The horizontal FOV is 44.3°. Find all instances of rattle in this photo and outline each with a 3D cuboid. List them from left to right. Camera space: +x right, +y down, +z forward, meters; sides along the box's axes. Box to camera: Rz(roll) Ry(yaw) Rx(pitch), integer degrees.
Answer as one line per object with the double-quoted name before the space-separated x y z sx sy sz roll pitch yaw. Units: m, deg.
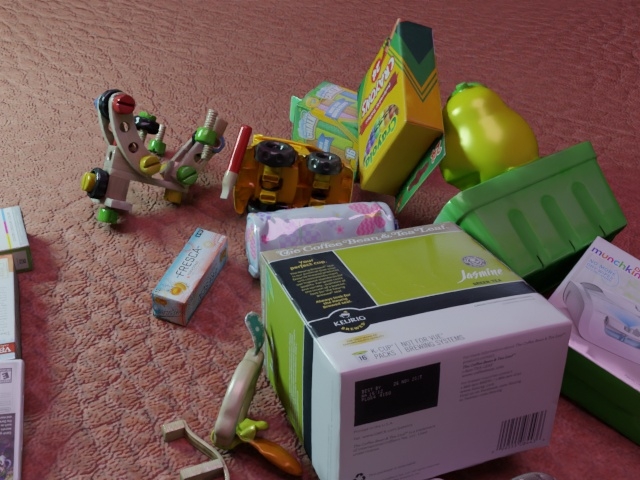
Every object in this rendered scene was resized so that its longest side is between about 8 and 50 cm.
"rattle" -0.069 0.211 1.126 0.142 0.130 0.200 10 55 19

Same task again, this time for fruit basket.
"fruit basket" 0.314 -0.083 1.416 0.391 0.283 0.392 9 53 -11

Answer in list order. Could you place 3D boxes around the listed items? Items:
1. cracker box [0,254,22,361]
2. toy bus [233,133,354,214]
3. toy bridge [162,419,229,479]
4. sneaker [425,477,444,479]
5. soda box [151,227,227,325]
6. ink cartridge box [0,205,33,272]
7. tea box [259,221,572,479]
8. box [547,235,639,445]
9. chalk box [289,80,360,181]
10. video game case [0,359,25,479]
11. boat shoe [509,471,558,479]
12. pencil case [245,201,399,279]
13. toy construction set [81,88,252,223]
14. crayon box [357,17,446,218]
"cracker box" -0.547 0.130 1.211 0.155 0.067 0.232 -8 42 -15
"toy bus" -0.048 -0.130 1.546 0.220 0.150 0.211 10 25 -2
"toy bridge" -0.162 0.320 1.082 0.063 0.026 0.188 -11 44 -24
"sneaker" 0.198 0.356 1.027 0.304 0.114 0.152 -12 45 -21
"soda box" -0.221 0.060 1.347 0.062 0.058 0.183 16 41 10
"ink cartridge box" -0.607 0.015 1.337 0.209 0.062 0.109 -12 45 -21
"tea box" 0.114 0.150 1.123 0.328 0.220 0.323 -9 30 -18
"box" 0.487 0.162 1.252 0.262 0.127 0.231 35 58 22
"chalk box" 0.020 -0.243 1.676 0.212 0.133 0.132 23 43 18
"video game case" -0.502 0.253 1.063 0.190 0.022 0.173 -2 65 -12
"boat shoe" 0.135 0.384 0.856 0.355 0.130 0.132 -19 60 -21
"pencil case" 0.000 0.000 1.410 0.272 0.113 0.124 -5 86 -15
"toy construction set" -0.293 -0.126 1.462 0.308 0.257 0.237 12 83 30
"crayon box" 0.144 -0.228 1.461 0.081 0.202 0.319 12 53 -17
